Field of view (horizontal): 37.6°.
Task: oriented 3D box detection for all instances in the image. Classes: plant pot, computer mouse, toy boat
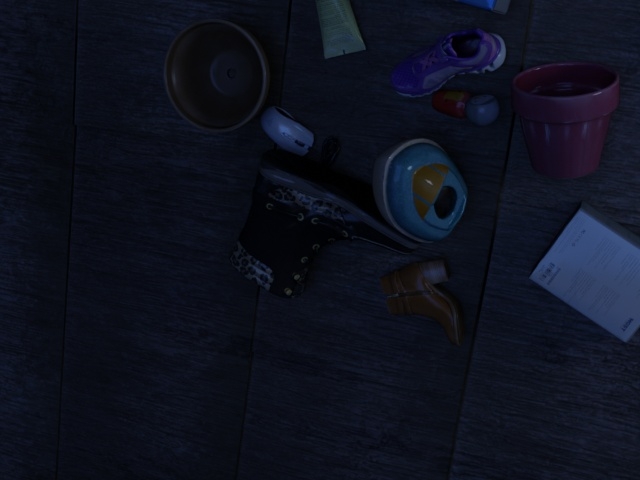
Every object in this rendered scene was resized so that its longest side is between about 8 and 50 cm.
[{"bbox_3d":[0.466,-0.225,1.792,0.201,0.201,0.180,2,120,18],"label":"plant pot"},{"bbox_3d":[-0.055,-0.217,2.031,0.193,0.042,0.106,35,112,7],"label":"computer mouse"},{"bbox_3d":[-0.208,-0.356,2.011,0.237,0.110,0.237,5,106,17],"label":"plant pot"},{"bbox_3d":[0.236,-0.155,1.861,0.148,0.267,0.318,21,85,43],"label":"toy boat"}]

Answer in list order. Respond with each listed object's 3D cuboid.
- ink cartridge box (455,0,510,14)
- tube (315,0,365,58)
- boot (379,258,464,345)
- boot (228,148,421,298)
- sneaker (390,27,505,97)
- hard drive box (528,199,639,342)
[{"bbox_3d":[0.230,-0.581,1.785,0.307,0.129,0.223,21,109,19],"label":"ink cartridge box"},{"bbox_3d":[0.021,-0.500,1.933,0.070,0.062,0.240,11,119,61],"label":"tube"},{"bbox_3d":[0.220,0.144,2.019,0.152,0.073,0.197,-17,86,20],"label":"boot"},{"bbox_3d":[0.000,0.000,2.018,0.377,0.138,0.284,25,118,-4],"label":"boot"},{"bbox_3d":[0.242,-0.361,1.857,0.236,0.104,0.095,-18,78,20],"label":"sneaker"},{"bbox_3d":[0.565,0.061,1.874,0.232,0.089,0.181,35,111,7],"label":"hard drive box"}]
